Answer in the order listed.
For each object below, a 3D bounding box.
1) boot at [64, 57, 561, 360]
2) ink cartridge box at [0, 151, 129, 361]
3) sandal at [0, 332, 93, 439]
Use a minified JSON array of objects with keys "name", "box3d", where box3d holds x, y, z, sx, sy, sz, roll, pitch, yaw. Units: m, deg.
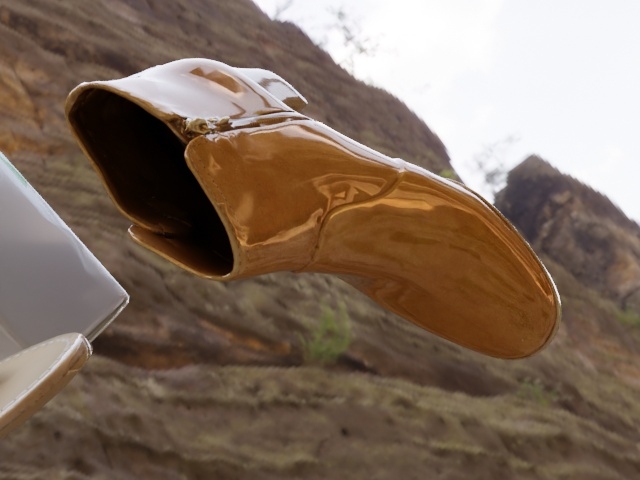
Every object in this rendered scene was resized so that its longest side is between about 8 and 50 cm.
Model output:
[{"name":"boot","box3d":[0.000,-0.001,0.647,0.104,0.295,0.211,-55,-10,25]},{"name":"ink cartridge box","box3d":[-0.299,0.059,0.666,0.289,0.211,0.121,-38,7,21]},{"name":"sandal","box3d":[-0.207,0.068,0.443,0.240,0.088,0.079,-27,-73,27]}]
